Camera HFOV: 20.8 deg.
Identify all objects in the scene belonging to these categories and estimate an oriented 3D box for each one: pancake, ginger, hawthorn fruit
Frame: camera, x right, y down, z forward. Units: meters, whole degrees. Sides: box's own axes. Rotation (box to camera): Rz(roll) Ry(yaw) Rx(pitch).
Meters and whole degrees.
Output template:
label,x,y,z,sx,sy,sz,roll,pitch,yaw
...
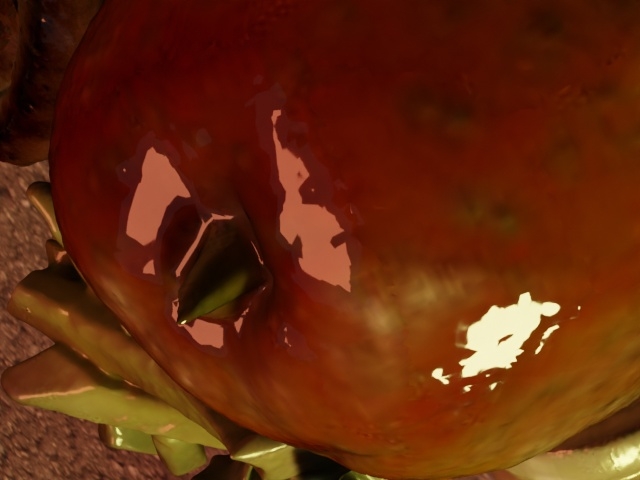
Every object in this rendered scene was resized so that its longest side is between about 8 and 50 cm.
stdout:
label,x,y,z,sx,sy,sz,roll,pitch,yaw
pancake,-0.280,-0.249,1.426,0.305,0.067,0.427,46,146,14
ginger,-0.105,0.112,1.301,0.358,0.211,0.413,48,-177,0
hawthorn fruit,0.044,-0.052,0.929,0.403,0.403,0.403,30,138,31

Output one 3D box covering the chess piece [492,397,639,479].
label,x,y,z,sx,sy,sz,roll,pitch,yaw
chess piece,0.210,0.201,1.164,0.167,0.167,0.300,10,130,45
